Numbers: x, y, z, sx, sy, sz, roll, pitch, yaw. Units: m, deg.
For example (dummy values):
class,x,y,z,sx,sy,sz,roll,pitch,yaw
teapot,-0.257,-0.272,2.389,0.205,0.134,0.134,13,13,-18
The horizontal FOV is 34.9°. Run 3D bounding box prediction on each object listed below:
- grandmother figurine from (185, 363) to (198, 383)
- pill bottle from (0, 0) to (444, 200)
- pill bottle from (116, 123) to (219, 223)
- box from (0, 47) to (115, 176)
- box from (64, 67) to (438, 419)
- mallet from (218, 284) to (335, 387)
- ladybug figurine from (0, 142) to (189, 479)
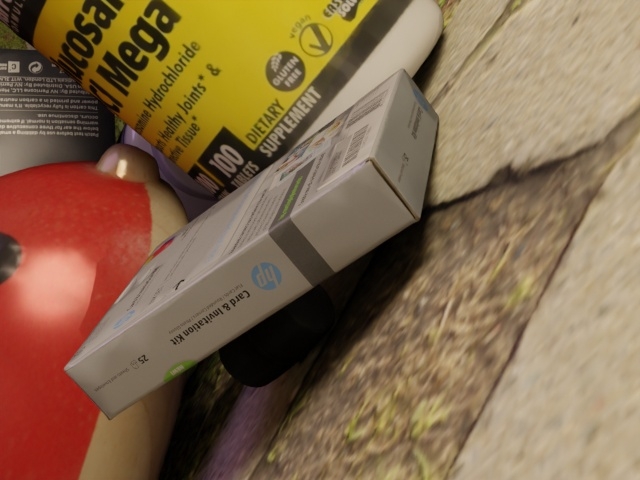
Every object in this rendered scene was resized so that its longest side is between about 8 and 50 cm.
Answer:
class,x,y,z,sx,sy,sz,roll,pitch,yaw
grandmother figurine,-0.213,0.189,0.855,0.342,0.104,0.208,-51,35,21
pill bottle,-0.102,-0.177,0.641,0.188,0.334,0.188,-50,6,8
pill bottle,-0.119,-0.086,0.995,0.152,0.152,0.272,-61,12,-10
box,-0.313,0.014,1.087,0.343,0.178,0.313,127,141,-67
box,-0.029,-0.002,0.511,0.186,0.038,0.145,-33,14,21
mallet,0.000,0.000,0.574,0.062,0.039,0.190,-42,15,43
ladybug figurine,-0.234,0.134,0.684,0.305,0.162,0.449,26,93,54
